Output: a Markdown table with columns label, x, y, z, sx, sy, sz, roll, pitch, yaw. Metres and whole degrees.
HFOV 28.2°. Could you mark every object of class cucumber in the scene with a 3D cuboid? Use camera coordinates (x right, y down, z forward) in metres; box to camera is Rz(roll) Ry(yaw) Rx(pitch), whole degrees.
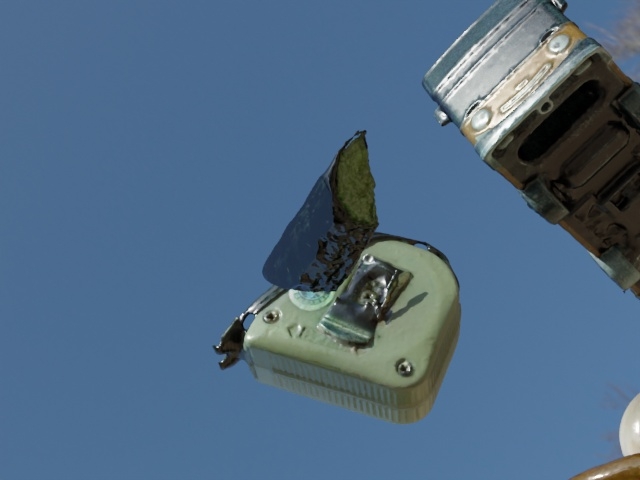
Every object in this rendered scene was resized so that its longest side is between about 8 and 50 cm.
| label | x | y | z | sx | sy | sz | roll | pitch | yaw |
| --- | --- | --- | --- | --- | --- | --- | --- | --- | --- |
| cucumber | 0.000 | 0.000 | 1.026 | 0.046 | 0.070 | 0.220 | -16 | -21 | -24 |

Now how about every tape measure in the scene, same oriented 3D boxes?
| label | x | y | z | sx | sy | sz | roll | pitch | yaw |
| --- | --- | --- | --- | --- | --- | --- | --- | --- | --- |
| tape measure | 0.031 | 0.076 | 1.388 | 0.115 | 0.235 | 0.207 | 80 | -150 | -54 |

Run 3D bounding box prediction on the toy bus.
| label | x | y | z | sx | sy | sz | roll | pitch | yaw |
| --- | --- | --- | --- | --- | --- | --- | --- | --- | --- |
| toy bus | 0.224 | -0.084 | 1.086 | 0.138 | 0.167 | 0.275 | -45 | -48 | 13 |

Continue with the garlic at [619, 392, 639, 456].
| label | x | y | z | sx | sy | sz | roll | pitch | yaw |
| --- | --- | --- | --- | --- | --- | --- | --- | --- | --- |
| garlic | 0.566 | 0.286 | 1.790 | 0.281 | 0.203 | 0.184 | -4 | -40 | -4 |

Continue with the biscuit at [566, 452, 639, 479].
| label | x | y | z | sx | sy | sz | roll | pitch | yaw |
| --- | --- | --- | --- | --- | --- | --- | --- | --- | --- |
| biscuit | 0.231 | 0.204 | 0.817 | 0.212 | 0.036 | 0.212 | 4 | -49 | 5 |
